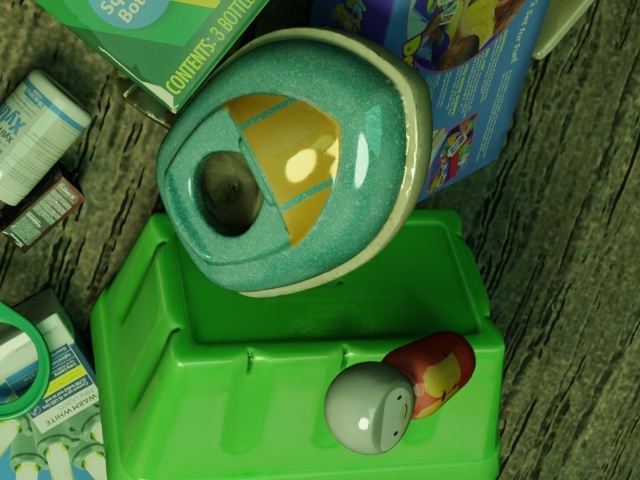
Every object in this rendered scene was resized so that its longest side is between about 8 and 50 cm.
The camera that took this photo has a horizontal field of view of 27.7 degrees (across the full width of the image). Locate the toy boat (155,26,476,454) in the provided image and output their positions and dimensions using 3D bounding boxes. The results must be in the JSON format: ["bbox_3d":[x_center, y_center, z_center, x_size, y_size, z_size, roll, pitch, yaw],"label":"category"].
[{"bbox_3d":[0.000,0.000,0.977,0.148,0.267,0.318,-23,81,-48],"label":"toy boat"}]

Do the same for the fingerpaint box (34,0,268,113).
[{"bbox_3d":[-0.118,-0.388,1.011,0.371,0.163,0.445,40,93,-12],"label":"fingerpaint box"}]

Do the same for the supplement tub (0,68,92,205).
[{"bbox_3d":[-0.260,-0.092,1.149,0.071,0.071,0.107,41,91,-24],"label":"supplement tub"}]

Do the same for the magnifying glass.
[{"bbox_3d":[-0.317,0.053,1.149,0.092,0.026,0.231,-30,87,-5],"label":"magnifying glass"}]

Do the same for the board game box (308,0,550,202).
[{"bbox_3d":[0.095,-0.182,1.089,0.233,0.078,0.347,-28,145,-38],"label":"board game box"}]

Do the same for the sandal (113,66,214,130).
[{"bbox_3d":[-0.098,-0.104,1.205,0.219,0.060,0.090,35,89,-9],"label":"sandal"}]

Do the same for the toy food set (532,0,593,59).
[{"bbox_3d":[0.166,-0.343,1.183,0.306,0.092,0.220,39,94,-24],"label":"toy food set"}]

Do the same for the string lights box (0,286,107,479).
[{"bbox_3d":[-0.245,0.190,1.240,0.133,0.077,0.260,-31,113,-5],"label":"string lights box"}]

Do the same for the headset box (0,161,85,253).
[{"bbox_3d":[-0.250,-0.034,1.175,0.083,0.062,0.032,-43,115,1],"label":"headset box"}]

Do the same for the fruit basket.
[{"bbox_3d":[-0.026,0.165,1.220,0.392,0.283,0.392,-9,140,-7],"label":"fruit basket"}]
